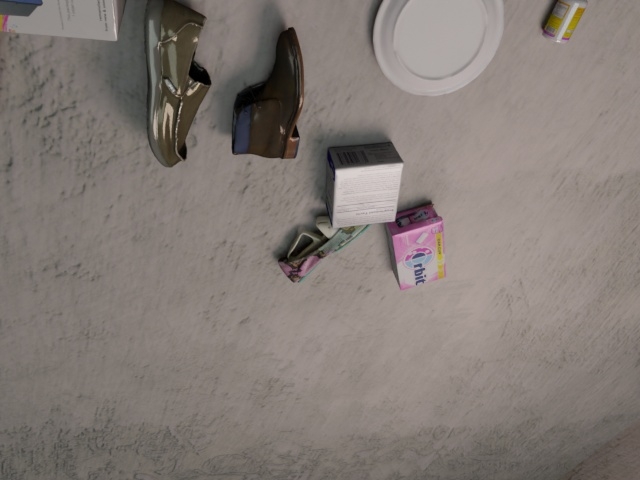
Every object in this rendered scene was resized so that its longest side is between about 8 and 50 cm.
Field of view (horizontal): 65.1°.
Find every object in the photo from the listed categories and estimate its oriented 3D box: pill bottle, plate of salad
[{"bbox_3d":[0.388,-0.358,0.788,0.043,0.043,0.083,2,132,-17],"label":"pill bottle"},{"bbox_3d":[0.178,-0.320,0.765,0.200,0.048,0.199,-2,126,-3],"label":"plate of salad"}]

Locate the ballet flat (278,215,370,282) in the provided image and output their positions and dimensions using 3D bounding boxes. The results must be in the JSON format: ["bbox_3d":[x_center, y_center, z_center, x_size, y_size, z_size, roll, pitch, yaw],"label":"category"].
[{"bbox_3d":[0.000,0.000,1.004,0.221,0.077,0.079,-39,110,21],"label":"ballet flat"}]

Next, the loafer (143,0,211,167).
[{"bbox_3d":[-0.203,-0.215,0.725,0.088,0.094,0.251,2,131,-12],"label":"loafer"}]

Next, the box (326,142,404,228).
[{"bbox_3d":[0.077,-0.100,0.923,0.126,0.072,0.137,-7,133,-10],"label":"box"}]

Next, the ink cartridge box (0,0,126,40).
[{"bbox_3d":[-0.336,-0.306,0.563,0.213,0.154,0.093,0,133,-16],"label":"ink cartridge box"}]

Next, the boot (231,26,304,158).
[{"bbox_3d":[-0.085,-0.214,0.768,0.106,0.082,0.219,-6,135,-13],"label":"boot"}]

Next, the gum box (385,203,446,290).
[{"bbox_3d":[0.204,0.013,1.069,0.107,0.062,0.188,-17,134,0],"label":"gum box"}]
